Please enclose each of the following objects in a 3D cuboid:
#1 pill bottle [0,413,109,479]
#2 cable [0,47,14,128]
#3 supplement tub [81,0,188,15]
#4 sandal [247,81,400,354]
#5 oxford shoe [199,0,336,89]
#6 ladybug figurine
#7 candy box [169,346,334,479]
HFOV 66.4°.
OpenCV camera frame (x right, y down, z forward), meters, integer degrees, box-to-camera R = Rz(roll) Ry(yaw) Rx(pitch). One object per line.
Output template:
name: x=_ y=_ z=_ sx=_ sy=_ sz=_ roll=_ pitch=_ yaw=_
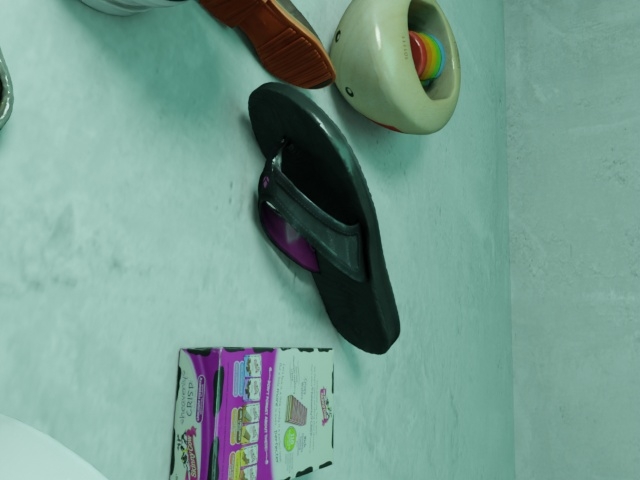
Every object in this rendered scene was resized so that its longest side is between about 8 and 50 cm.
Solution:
pill bottle: x=-0.246 y=0.271 z=0.204 sx=0.361 sy=0.204 sz=0.204 roll=-53 pitch=128 yaw=-48
cable: x=-0.270 y=-0.197 z=0.372 sx=0.139 sy=0.072 sz=0.288 roll=40 pitch=52 yaw=-54
supplement tub: x=-0.125 y=-0.332 z=0.435 sx=0.191 sy=0.272 sz=0.191 roll=16 pitch=71 yaw=-55
sandal: x=0.002 y=0.001 z=0.691 sx=0.107 sy=0.167 sz=0.446 roll=-39 pitch=118 yaw=-33
oxford shoe: x=-0.061 y=-0.321 z=0.702 sx=0.271 sy=0.096 sz=0.099 roll=34 pitch=51 yaw=-50
ladybug figurine: x=0.157 y=-0.357 z=0.983 sx=0.449 sy=0.161 sz=0.306 roll=-23 pitch=103 yaw=-56
candy box: x=-0.071 y=0.213 z=0.609 sx=0.233 sy=0.071 sz=0.160 roll=19 pitch=68 yaw=-54
